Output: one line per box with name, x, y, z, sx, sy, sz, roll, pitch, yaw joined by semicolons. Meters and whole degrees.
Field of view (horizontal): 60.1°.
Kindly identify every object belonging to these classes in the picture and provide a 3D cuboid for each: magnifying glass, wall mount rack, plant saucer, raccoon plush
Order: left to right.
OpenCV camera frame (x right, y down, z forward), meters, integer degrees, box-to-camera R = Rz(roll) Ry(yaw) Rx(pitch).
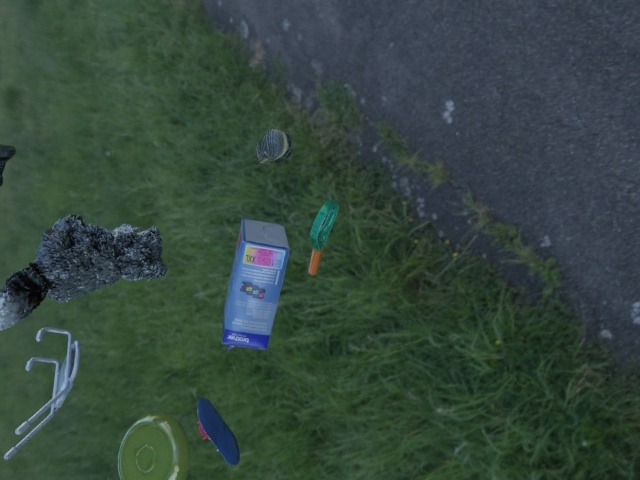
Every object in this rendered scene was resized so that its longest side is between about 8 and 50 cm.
wall mount rack;-0.778;0.429;1.556;0.350;0.130;0.304;-49;40;41
raccoon plush;-0.617;0.111;1.511;0.446;0.299;0.216;-75;-13;-44
plant saucer;-0.456;0.581;1.476;0.241;0.037;0.241;-8;71;23
magnifying glass;0.000;0.000;1.237;0.026;0.092;0.231;29;141;11

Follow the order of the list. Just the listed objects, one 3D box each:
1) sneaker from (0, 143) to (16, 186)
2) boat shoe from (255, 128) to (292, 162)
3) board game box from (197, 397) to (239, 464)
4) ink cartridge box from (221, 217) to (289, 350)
sneaker;-0.877;-0.198;1.482;0.227;0.087;0.130;11;96;48
boat shoe;-0.075;-0.167;0.987;0.152;0.049;0.056;-172;79;-67
board game box;-0.244;0.443;1.262;0.169;0.033;0.133;57;-179;-9
ink cartridge box;-0.215;0.159;1.750;0.270;0.151;0.396;-115;35;-72
